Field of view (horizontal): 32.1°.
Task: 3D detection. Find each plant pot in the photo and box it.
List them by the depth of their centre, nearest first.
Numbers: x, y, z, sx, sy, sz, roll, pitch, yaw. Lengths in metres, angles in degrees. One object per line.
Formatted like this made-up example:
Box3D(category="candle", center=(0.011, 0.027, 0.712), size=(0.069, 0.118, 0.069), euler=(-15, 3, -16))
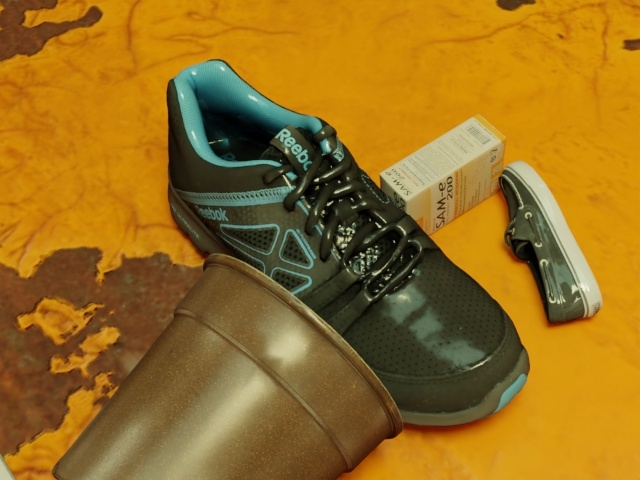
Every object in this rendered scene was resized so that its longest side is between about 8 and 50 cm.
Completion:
Box3D(category="plant pot", center=(-0.064, 0.123, 0.686), size=(0.167, 0.167, 0.165), euler=(33, 69, 28))

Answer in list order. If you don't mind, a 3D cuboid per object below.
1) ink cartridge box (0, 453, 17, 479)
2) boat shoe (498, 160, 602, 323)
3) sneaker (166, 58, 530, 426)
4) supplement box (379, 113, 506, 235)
Box3D(category="ink cartridge box", center=(-0.171, 0.294, 0.615), size=(0.175, 0.069, 0.371), euler=(-33, 58, -18))
Box3D(category="boat shoe", center=(0.160, -0.001, 0.822), size=(0.040, 0.049, 0.142), euler=(-18, 55, -6))
Box3D(category="sneaker", center=(0.000, 0.000, 0.782), size=(0.341, 0.140, 0.125), euler=(36, 61, 28))
Box3D(category="supplement box", center=(0.094, -0.045, 0.856), size=(0.098, 0.062, 0.036), euler=(-32, 56, -17))
